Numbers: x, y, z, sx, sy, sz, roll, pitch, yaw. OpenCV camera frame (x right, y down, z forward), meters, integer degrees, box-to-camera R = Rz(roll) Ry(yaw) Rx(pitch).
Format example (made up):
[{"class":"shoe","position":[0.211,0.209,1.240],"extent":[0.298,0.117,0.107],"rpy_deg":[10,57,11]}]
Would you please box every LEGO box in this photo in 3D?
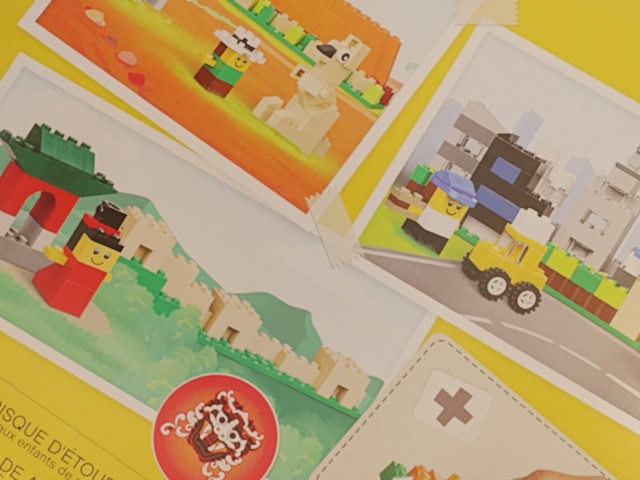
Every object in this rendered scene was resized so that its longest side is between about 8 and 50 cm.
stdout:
[{"class":"LEGO box","position":[0.000,0.000,0.835],"extent":[0.372,0.500,0.193],"rpy_deg":[-55,170,-8]}]
